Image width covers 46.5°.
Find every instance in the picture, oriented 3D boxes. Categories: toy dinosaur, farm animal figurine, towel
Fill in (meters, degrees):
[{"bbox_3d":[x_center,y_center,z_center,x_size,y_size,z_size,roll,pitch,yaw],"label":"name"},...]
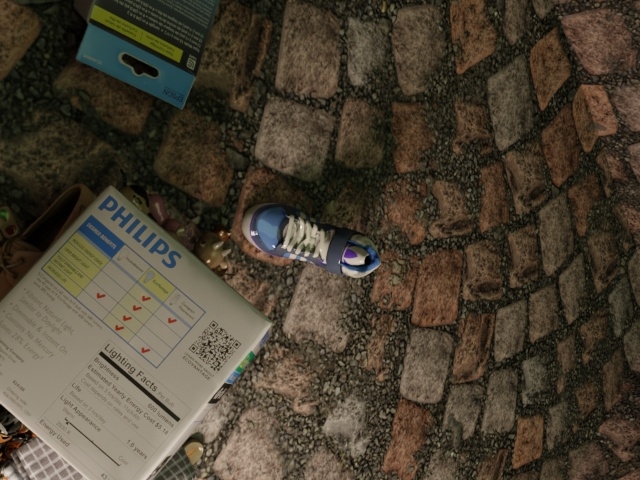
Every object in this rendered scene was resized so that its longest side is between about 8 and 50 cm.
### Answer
[{"bbox_3d":[-0.607,0.338,1.360,0.218,0.164,0.322,2,72,-56],"label":"toy dinosaur"},{"bbox_3d":[-0.279,0.048,1.496,0.330,0.172,0.326,28,53,-47],"label":"farm animal figurine"},{"bbox_3d":[-0.394,0.417,1.362,0.284,0.121,0.235,-29,85,-43],"label":"towel"}]

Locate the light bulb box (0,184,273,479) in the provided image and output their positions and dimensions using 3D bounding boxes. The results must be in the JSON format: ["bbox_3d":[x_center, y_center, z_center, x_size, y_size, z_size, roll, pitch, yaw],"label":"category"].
[{"bbox_3d":[-0.322,0.172,1.242,0.358,0.225,0.361,40,79,4],"label":"light bulb box"}]

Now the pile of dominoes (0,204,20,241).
[{"bbox_3d":[-0.660,0.007,1.300,0.251,0.040,0.196,-34,118,-35],"label":"pile of dominoes"}]

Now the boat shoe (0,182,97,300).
[{"bbox_3d":[-0.531,0.037,1.347,0.341,0.122,0.110,-52,145,-21],"label":"boat shoe"}]

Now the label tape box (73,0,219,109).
[{"bbox_3d":[-0.341,-0.467,1.474,0.249,0.115,0.347,20,85,-42],"label":"label tape box"}]

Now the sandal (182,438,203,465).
[{"bbox_3d":[-0.325,0.524,1.681,0.180,0.049,0.072,-44,123,-29],"label":"sandal"}]

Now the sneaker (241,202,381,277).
[{"bbox_3d":[0.000,0.001,1.771,0.323,0.236,0.130,24,80,-42],"label":"sneaker"}]
